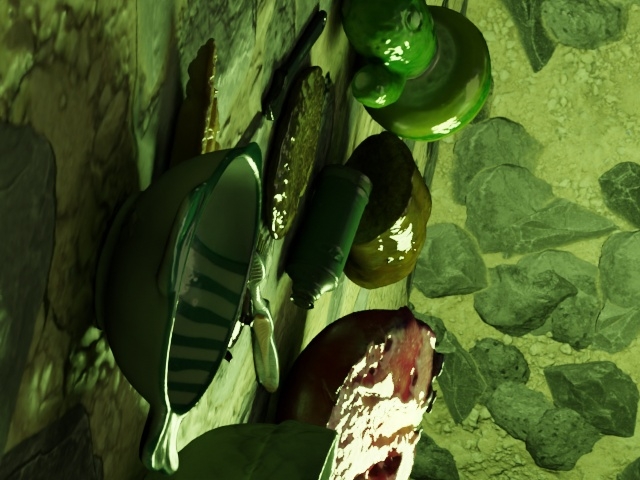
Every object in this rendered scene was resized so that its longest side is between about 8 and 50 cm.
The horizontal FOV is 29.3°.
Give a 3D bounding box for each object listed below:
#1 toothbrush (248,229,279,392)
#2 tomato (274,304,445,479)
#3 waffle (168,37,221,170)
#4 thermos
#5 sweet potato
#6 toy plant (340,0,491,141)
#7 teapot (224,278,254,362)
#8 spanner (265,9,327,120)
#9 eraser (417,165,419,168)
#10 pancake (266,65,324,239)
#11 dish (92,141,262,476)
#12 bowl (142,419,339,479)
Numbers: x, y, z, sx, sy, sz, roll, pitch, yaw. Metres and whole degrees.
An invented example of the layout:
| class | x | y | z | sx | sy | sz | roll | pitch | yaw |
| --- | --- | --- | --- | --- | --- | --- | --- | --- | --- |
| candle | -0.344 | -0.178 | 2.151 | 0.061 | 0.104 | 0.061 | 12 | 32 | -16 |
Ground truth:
| class | x | y | z | sx | sy | sz | roll | pitch | yaw |
| --- | --- | --- | --- | --- | --- | --- | --- | --- | --- |
| toothbrush | -0.066 | 0.099 | 1.410 | 0.375 | 0.028 | 0.037 | 88 | 11 | -59 |
| tomato | 0.022 | 0.238 | 1.739 | 0.289 | 0.176 | 0.335 | 10 | 94 | -60 |
| waffle | -0.088 | -0.078 | 0.984 | 0.125 | 0.032 | 0.191 | -48 | 152 | -68 |
| thermos | 0.001 | -0.002 | 1.560 | 0.073 | 0.083 | 0.188 | 56 | 47 | -49 |
| sweet potato | 0.086 | -0.020 | 1.769 | 0.370 | 0.157 | 0.158 | 78 | 27 | -68 |
| toy plant | 0.100 | -0.250 | 1.560 | 0.316 | 0.184 | 0.224 | 38 | 61 | -63 |
| teapot | -0.086 | 0.070 | 1.190 | 0.068 | 0.045 | 0.100 | -45 | 149 | -76 |
| spanner | -0.024 | -0.186 | 1.277 | 0.208 | 0.012 | 0.046 | -66 | 167 | -51 |
| eraser | 0.091 | -0.059 | 1.876 | 0.023 | 0.103 | 0.150 | -66 | 167 | -52 |
| pancake | -0.027 | -0.098 | 1.367 | 0.199 | 0.021 | 0.199 | 14 | 90 | -81 |
| dish | -0.112 | 0.037 | 0.875 | 0.224 | 0.078 | 0.246 | 70 | 34 | -74 |
| bowl | -0.095 | 0.304 | 1.124 | 0.307 | 0.163 | 0.307 | 14 | 90 | -82 |
